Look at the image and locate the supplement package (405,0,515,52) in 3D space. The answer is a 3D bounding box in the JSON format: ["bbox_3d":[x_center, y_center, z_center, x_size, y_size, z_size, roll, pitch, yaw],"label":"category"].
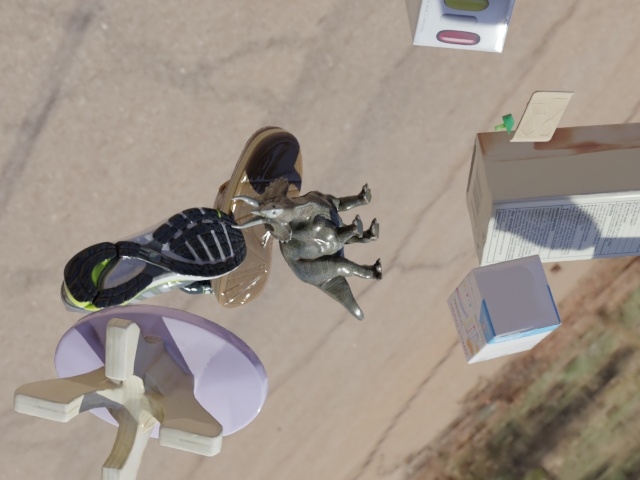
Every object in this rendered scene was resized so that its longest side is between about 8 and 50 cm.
[{"bbox_3d":[0.224,-0.454,1.831,0.145,0.204,0.262,4,130,-6],"label":"supplement package"}]

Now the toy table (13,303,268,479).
[{"bbox_3d":[-0.217,0.186,1.454,0.161,0.274,0.252,-55,142,-67],"label":"toy table"}]

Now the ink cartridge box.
[{"bbox_3d":[0.222,0.090,1.483,0.089,0.092,0.143,-12,162,-13],"label":"ink cartridge box"}]

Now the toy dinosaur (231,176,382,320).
[{"bbox_3d":[0.000,0.000,1.728,0.160,0.121,0.313,-3,146,17],"label":"toy dinosaur"}]

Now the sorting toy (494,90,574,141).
[{"bbox_3d":[0.205,-0.122,1.167,0.083,0.012,0.062,-4,132,-39],"label":"sorting toy"}]

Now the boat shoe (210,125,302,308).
[{"bbox_3d":[-0.123,-0.052,1.881,0.123,0.123,0.342,-13,137,-29],"label":"boat shoe"}]

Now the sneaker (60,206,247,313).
[{"bbox_3d":[-0.244,0.031,1.721,0.299,0.111,0.121,-15,174,-33],"label":"sneaker"}]

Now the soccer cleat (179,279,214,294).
[{"bbox_3d":[-0.195,0.072,2.201,0.072,0.060,0.179,-6,169,38],"label":"soccer cleat"}]

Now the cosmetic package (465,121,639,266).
[{"bbox_3d":[0.355,-0.064,1.610,0.296,0.129,0.153,-3,143,-4],"label":"cosmetic package"}]
